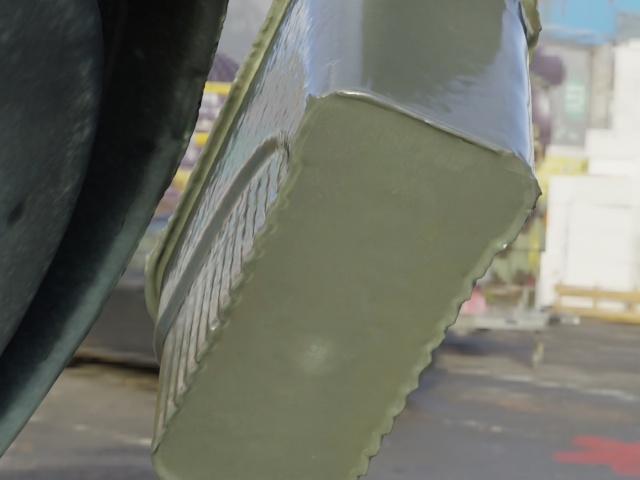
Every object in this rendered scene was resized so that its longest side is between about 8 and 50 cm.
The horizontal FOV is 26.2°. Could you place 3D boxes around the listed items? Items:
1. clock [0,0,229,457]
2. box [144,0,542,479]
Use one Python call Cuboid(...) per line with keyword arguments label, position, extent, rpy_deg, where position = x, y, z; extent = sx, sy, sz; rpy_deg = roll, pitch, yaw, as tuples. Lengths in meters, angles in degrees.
Cuboid(label="clock", position=(-0.165, 0.012, 0.334), extent=(0.076, 0.386, 0.386), rpy_deg=(34, 10, 13))
Cuboid(label="box", position=(0.000, 0.000, 0.655), extent=(0.138, 0.274, 0.178), rpy_deg=(20, 31, -9))
